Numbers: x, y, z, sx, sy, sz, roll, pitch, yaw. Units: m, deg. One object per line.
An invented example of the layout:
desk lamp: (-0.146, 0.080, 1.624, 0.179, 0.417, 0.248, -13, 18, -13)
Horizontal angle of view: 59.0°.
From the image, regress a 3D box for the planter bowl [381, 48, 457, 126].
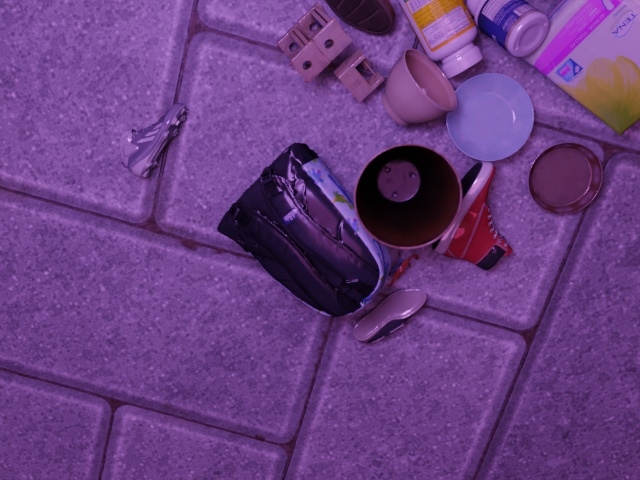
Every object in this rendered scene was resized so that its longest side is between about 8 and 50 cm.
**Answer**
planter bowl: (0.202, -0.318, 1.234, 0.162, 0.162, 0.109, 46, 128, -9)

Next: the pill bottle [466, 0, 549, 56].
pill bottle: (0.380, -0.461, 1.169, 0.094, 0.169, 0.094, -21, 144, -16)

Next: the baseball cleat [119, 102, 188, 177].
baseball cleat: (-0.399, -0.249, 1.318, 0.109, 0.072, 0.205, 35, 100, 0)

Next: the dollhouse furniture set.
dollhouse furniture set: (0.020, -0.394, 1.248, 0.129, 0.129, 0.184, -41, 129, 13)

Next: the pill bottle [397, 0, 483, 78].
pill bottle: (0.259, -0.458, 1.201, 0.118, 0.117, 0.208, -30, 101, 10)

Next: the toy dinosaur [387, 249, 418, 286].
toy dinosaur: (0.205, 0.067, 1.373, 0.047, 0.090, 0.082, 28, 137, -20)

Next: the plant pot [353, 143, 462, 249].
plant pot: (0.179, -0.113, 1.239, 0.216, 0.230, 0.215, 1, 104, 2)

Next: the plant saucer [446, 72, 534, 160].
plant saucer: (0.377, -0.275, 1.275, 0.195, 0.037, 0.194, 0, 93, 1)

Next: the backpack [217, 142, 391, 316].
backpack: (0.000, 0.000, 1.281, 0.355, 0.273, 0.290, 48, 111, 12)

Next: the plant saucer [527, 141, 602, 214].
plant saucer: (0.563, -0.145, 1.315, 0.169, 0.029, 0.168, 1, 105, 2)

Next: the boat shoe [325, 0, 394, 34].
boat shoe: (0.041, -0.561, 1.186, 0.307, 0.111, 0.104, 31, 62, -23)

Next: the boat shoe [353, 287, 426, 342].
boat shoe: (0.179, 0.191, 1.420, 0.206, 0.075, 0.065, -34, 144, 6)

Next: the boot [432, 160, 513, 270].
boot: (0.390, -0.054, 1.323, 0.176, 0.088, 0.244, 20, 111, -4)

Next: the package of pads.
package of pads: (0.603, -0.394, 1.164, 0.297, 0.101, 0.229, 35, 135, -7)
